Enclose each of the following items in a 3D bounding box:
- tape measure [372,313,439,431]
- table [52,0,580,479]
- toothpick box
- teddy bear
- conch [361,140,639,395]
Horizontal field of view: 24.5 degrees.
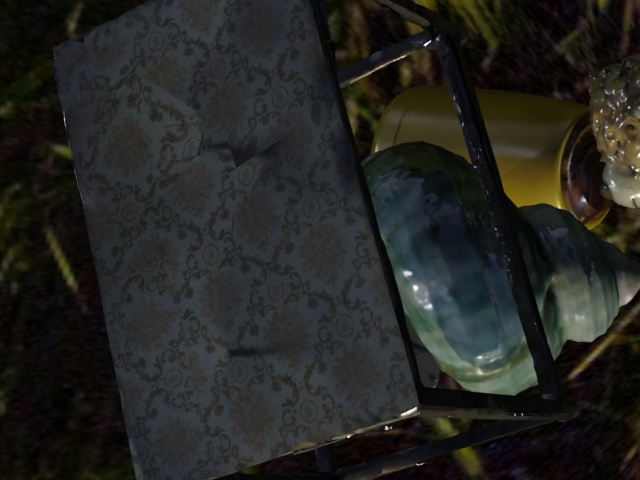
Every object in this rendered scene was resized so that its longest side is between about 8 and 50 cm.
[{"bbox_3d":[0.060,0.141,1.807,0.107,0.182,0.181,-52,59,34],"label":"tape measure"},{"bbox_3d":[0.000,0.000,1.079,0.222,0.272,0.335,-22,72,27],"label":"table"},{"bbox_3d":[0.209,-0.090,1.710,0.271,0.175,0.175,7,90,41],"label":"toothpick box"},{"bbox_3d":[0.349,-0.067,1.373,0.256,0.267,0.156,39,91,-12],"label":"teddy bear"},{"bbox_3d":[0.143,0.026,1.255,0.277,0.220,0.195,5,134,-1],"label":"conch"}]
